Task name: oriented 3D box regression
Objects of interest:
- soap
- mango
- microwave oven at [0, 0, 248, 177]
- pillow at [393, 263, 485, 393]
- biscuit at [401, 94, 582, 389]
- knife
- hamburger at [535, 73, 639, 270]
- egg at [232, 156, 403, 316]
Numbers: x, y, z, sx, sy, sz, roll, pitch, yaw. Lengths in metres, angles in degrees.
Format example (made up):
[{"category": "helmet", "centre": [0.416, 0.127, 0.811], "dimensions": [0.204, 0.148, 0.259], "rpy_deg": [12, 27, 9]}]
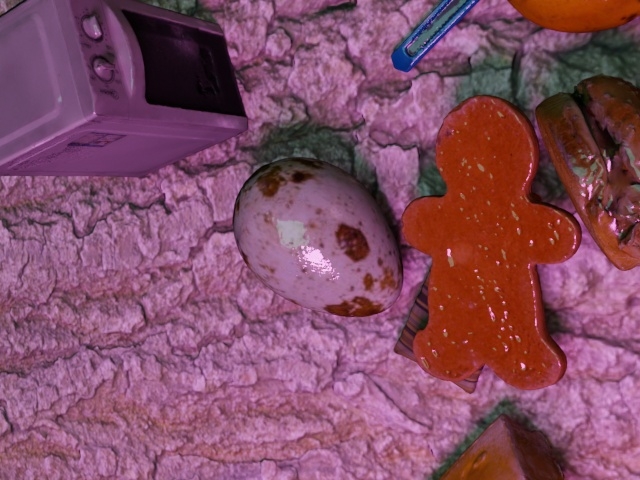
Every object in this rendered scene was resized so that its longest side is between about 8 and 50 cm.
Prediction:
[{"category": "soap", "centre": [0.166, 0.338, 0.938], "dimensions": [0.080, 0.160, 0.257], "rpy_deg": [30, 111, -17]}, {"category": "mango", "centre": [0.269, -0.276, 0.881], "dimensions": [0.178, 0.090, 0.115], "rpy_deg": [6, 98, 28]}, {"category": "microwave oven", "centre": [-0.275, -0.196, 1.074], "dimensions": [0.238, 0.295, 0.181], "rpy_deg": [-18, 85, 29]}, {"category": "pillow", "centre": [0.170, 0.069, 0.989], "dimensions": [0.113, 0.038, 0.203], "rpy_deg": [28, 107, 22]}, {"category": "biscuit", "centre": [0.185, 0.004, 0.911], "dimensions": [0.206, 0.049, 0.323], "rpy_deg": [2, 105, 38]}, {"category": "knife", "centre": [0.190, -0.301, 0.962], "dimensions": [0.044, 0.026, 0.296], "rpy_deg": [48, 114, 5]}, {"category": "hamburger", "centre": [0.297, -0.078, 0.828], "dimensions": [0.122, 0.189, 0.215], "rpy_deg": [-32, 62, 20]}, {"category": "egg", "centre": [0.000, 0.000, 1.009], "dimensions": [0.231, 0.169, 0.169], "rpy_deg": [41, 112, 9]}]
